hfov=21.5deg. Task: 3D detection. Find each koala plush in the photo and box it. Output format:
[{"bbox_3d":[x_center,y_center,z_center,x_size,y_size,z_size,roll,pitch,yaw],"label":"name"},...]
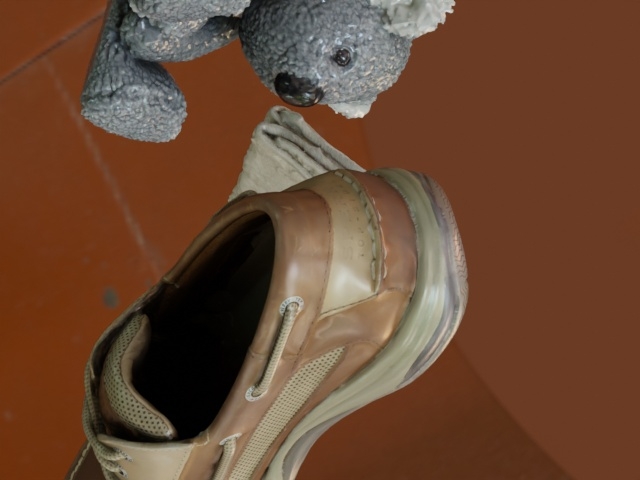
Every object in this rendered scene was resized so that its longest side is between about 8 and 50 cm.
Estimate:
[{"bbox_3d":[-0.030,-0.169,1.191,0.221,0.203,0.196,18,144,-13],"label":"koala plush"}]

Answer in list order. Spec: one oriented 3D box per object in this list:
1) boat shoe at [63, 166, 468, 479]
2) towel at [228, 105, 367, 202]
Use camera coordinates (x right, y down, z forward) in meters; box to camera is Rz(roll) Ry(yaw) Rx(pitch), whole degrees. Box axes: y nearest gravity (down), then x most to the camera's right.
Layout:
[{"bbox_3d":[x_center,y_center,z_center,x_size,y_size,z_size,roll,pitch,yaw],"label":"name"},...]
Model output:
[{"bbox_3d":[-0.064,0.071,0.827,0.324,0.116,0.123,-51,49,35],"label":"boat shoe"},{"bbox_3d":[0.000,0.000,1.489,0.187,0.049,0.282,38,153,4],"label":"towel"}]
